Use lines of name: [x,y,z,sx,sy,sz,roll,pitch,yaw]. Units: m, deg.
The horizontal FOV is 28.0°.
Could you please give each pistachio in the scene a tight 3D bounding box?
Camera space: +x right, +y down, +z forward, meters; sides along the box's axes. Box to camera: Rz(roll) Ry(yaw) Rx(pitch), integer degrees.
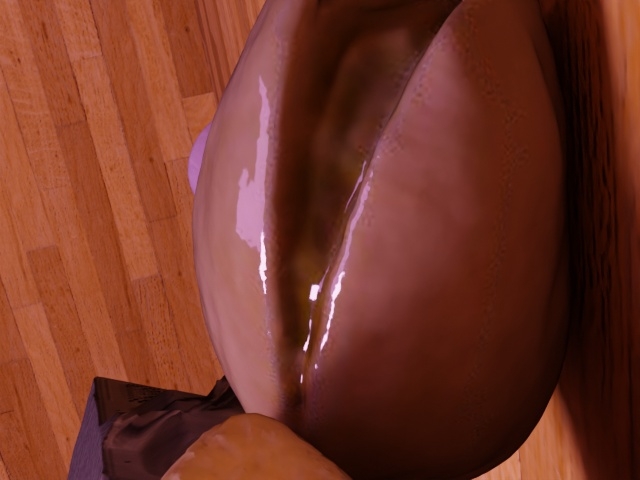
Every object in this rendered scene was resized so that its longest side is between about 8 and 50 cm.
pistachio: [0.023,0.002,0.420,0.226,0.136,0.136,90,166,-48]

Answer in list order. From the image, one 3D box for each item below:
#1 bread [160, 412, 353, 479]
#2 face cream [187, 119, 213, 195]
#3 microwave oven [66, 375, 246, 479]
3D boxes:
bread: [0.021,0.182,0.375,0.240,0.135,0.178,44,166,11]
face cream: [0.000,0.000,0.842,0.274,0.096,0.154,-135,33,-54]
microwave oven: [-0.095,0.297,1.020,0.432,0.236,0.374,-169,93,-78]
